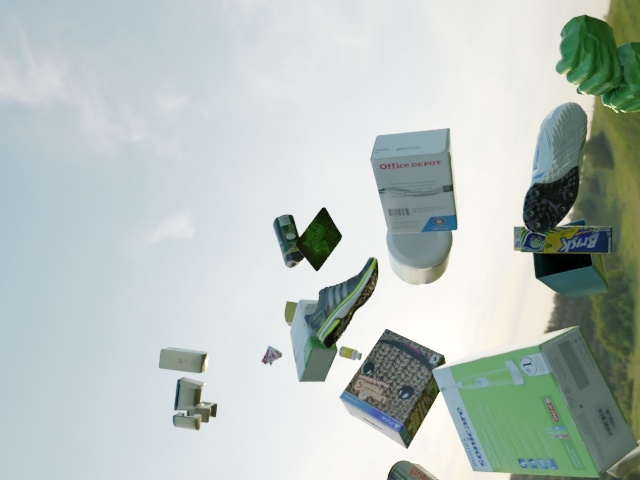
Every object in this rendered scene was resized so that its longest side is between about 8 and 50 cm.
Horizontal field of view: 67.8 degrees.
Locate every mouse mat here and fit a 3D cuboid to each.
[{"bbox_3d":[0.000,0.000,1.486,0.153,0.007,0.190,-54,-36,-14],"label":"mouse mat"}]

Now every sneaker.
[{"bbox_3d":[-0.170,0.412,1.667,0.042,0.118,0.067,30,-101,-19],"label":"sneaker"},{"bbox_3d":[0.064,0.157,1.385,0.300,0.121,0.111,-50,-26,-16],"label":"sneaker"},{"bbox_3d":[0.419,-0.125,0.853,0.086,0.085,0.237,16,-91,-73],"label":"sneaker"}]

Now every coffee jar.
[{"bbox_3d":[-0.111,0.004,1.720,0.096,0.079,0.184,123,132,-63],"label":"coffee jar"}]

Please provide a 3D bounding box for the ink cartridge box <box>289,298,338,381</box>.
[{"bbox_3d":[-0.026,0.310,1.488,0.212,0.093,0.154,-110,31,-51],"label":"ink cartridge box"}]

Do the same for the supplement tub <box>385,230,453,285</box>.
[{"bbox_3d":[0.374,0.037,1.809,0.325,0.235,0.235,63,-136,-67],"label":"supplement tub"}]

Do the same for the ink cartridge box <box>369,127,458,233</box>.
[{"bbox_3d":[0.296,-0.174,1.458,0.307,0.223,0.129,69,-152,-42],"label":"ink cartridge box"}]

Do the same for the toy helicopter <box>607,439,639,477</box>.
[{"bbox_3d":[0.943,0.564,1.347,0.235,0.140,0.355,-42,-16,-47],"label":"toy helicopter"}]

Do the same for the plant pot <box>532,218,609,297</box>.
[{"bbox_3d":[0.799,0.078,1.494,0.234,0.165,0.166,33,-128,-34],"label":"plant pot"}]

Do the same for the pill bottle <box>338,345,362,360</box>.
[{"bbox_3d":[0.113,0.425,1.786,0.043,0.083,0.043,-25,-61,-56],"label":"pill bottle"}]

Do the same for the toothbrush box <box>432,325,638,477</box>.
[{"bbox_3d":[0.364,0.295,0.861,0.122,0.283,0.206,-12,-107,-31],"label":"toothbrush box"}]

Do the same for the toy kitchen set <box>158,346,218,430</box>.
[{"bbox_3d":[-0.363,0.402,1.327,0.166,0.122,0.207,30,-115,-79],"label":"toy kitchen set"}]

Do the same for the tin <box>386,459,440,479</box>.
[{"bbox_3d":[0.215,0.539,0.993,0.040,0.189,0.106,18,-90,-35],"label":"tin"}]

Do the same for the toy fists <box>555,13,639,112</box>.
[{"bbox_3d":[0.612,-0.354,1.003,0.279,0.096,0.142,15,-116,-21],"label":"toy fists"}]

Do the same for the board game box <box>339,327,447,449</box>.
[{"bbox_3d":[0.247,0.477,1.562,0.291,0.232,0.141,-51,-41,-25],"label":"board game box"}]

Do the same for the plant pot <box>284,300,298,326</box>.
[{"bbox_3d":[-0.101,0.300,1.901,0.081,0.081,0.083,65,-144,-55],"label":"plant pot"}]

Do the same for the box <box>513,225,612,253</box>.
[{"bbox_3d":[0.477,-0.002,0.945,0.059,0.169,0.054,-19,-71,-82],"label":"box"}]
